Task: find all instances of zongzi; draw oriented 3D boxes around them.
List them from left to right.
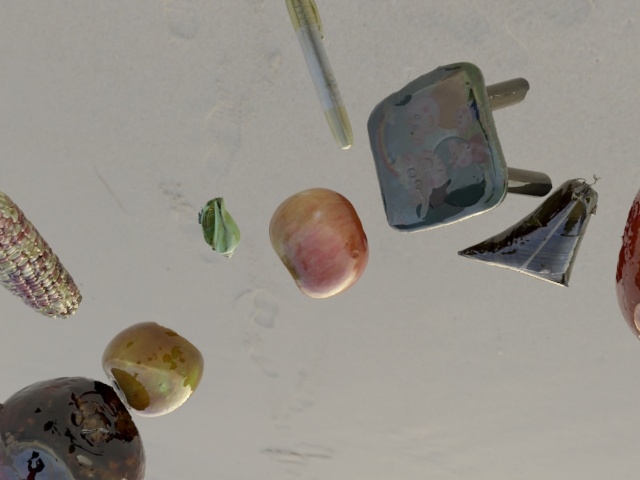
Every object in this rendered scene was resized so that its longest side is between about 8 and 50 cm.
[{"bbox_3d":[0.439,-0.039,1.212,0.241,0.111,0.248,14,117,8],"label":"zongzi"}]

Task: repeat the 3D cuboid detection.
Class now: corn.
[{"bbox_3d":[-0.471,0.032,0.906,0.098,0.098,0.290,6,145,13],"label":"corn"}]

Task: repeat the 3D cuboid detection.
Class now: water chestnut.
[{"bbox_3d":[-0.549,0.457,1.191,0.302,0.350,0.350,-41,134,7],"label":"water chestnut"}]

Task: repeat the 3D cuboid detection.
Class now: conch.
[{"bbox_3d":[-0.261,-0.022,1.495,0.095,0.079,0.201,-17,123,6],"label":"conch"}]

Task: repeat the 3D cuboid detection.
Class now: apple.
[{"bbox_3d":[-0.399,0.302,1.379,0.237,0.207,0.237,32,139,32],"label":"apple"},{"bbox_3d":[0.000,0.000,1.062,0.164,0.209,0.209,-31,145,-1],"label":"apple"}]

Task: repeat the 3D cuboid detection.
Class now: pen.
[{"bbox_3d":[0.001,-0.230,0.744,0.040,0.233,0.032,-20,180,-27],"label":"pen"}]

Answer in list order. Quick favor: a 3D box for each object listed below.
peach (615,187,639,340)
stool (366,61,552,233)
[{"bbox_3d":[0.595,0.034,0.826,0.290,0.373,0.372,18,161,38],"label":"peach"},{"bbox_3d":[0.290,-0.188,1.234,0.226,0.310,0.310,-5,172,-42],"label":"stool"}]
